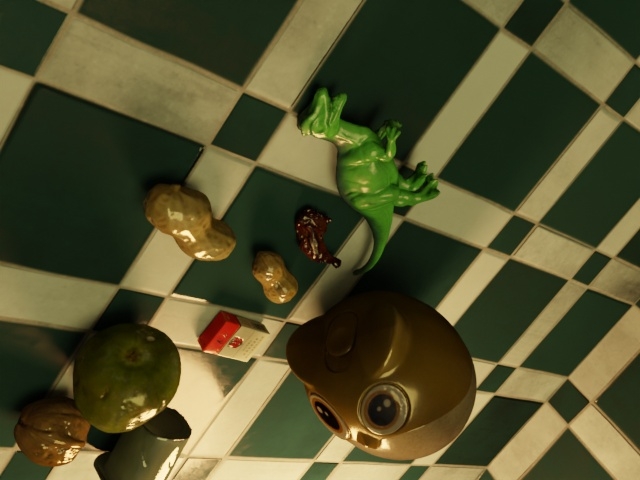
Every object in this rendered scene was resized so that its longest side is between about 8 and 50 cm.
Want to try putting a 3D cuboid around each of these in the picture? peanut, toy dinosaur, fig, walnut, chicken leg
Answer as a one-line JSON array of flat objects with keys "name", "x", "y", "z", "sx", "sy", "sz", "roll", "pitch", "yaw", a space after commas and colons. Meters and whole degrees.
[{"name": "peanut", "x": -0.259, "y": -0.030, "z": 1.671, "sx": 0.117, "sy": 0.101, "sz": 0.263, "roll": -22, "pitch": 142, "yaw": 12}, {"name": "toy dinosaur", "x": 0.055, "y": -0.093, "z": 1.849, "sx": 0.374, "sy": 0.144, "sz": 0.500, "roll": 12, "pitch": 131, "yaw": -25}, {"name": "fig", "x": -0.425, "y": 0.332, "z": 1.790, "sx": 0.233, "sy": 0.233, "sz": 0.314, "roll": -6, "pitch": 125, "yaw": -32}, {"name": "peanut", "x": -0.105, "y": 0.087, "z": 1.901, "sx": 0.089, "sy": 0.089, "sz": 0.193, "roll": -36, "pitch": 140, "yaw": -3}, {"name": "walnut", "x": -0.590, "y": 0.421, "z": 1.822, "sx": 0.166, "sy": 0.149, "sz": 0.167, "roll": -9, "pitch": 104, "yaw": -37}, {"name": "chicken leg", "x": -0.006, "y": 0.002, "z": 1.921, "sx": 0.093, "sy": 0.053, "sz": 0.205, "roll": -27, "pitch": 139, "yaw": -15}]

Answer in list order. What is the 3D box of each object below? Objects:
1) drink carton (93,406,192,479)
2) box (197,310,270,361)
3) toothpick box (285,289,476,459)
[{"name": "drink carton", "x": -0.428, "y": 0.512, "z": 2.006, "sx": 0.185, "sy": 0.191, "sz": 0.190, "roll": 13, "pitch": 109, "yaw": -40}, {"name": "box", "x": -0.209, "y": 0.234, "z": 1.996, "sx": 0.152, "sy": 0.048, "sz": 0.100, "roll": 22, "pitch": 111, "yaw": -48}, {"name": "toothpick box", "x": 0.162, "y": 0.337, "z": 2.079, "sx": 0.409, "sy": 0.409, "sz": 0.425, "roll": -44, "pitch": 130, "yaw": 7}]
